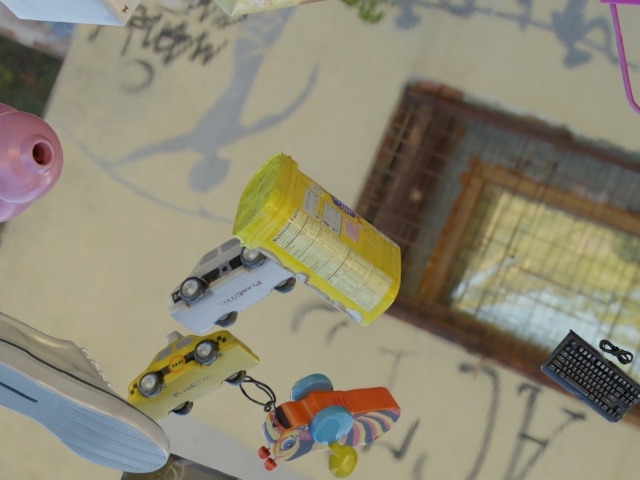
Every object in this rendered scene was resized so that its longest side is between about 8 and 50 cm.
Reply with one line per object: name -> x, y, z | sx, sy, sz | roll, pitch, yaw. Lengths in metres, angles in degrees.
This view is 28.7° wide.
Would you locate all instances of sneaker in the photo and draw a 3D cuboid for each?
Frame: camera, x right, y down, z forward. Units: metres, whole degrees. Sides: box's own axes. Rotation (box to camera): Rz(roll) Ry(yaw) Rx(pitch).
sneaker -> -0.262, 0.157, 1.339 | 0.258, 0.094, 0.091 | 38, -144, -26

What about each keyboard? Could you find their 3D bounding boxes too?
keyboard -> 0.437, 0.206, 1.951 | 0.180, 0.108, 0.023 | 36, -175, -25

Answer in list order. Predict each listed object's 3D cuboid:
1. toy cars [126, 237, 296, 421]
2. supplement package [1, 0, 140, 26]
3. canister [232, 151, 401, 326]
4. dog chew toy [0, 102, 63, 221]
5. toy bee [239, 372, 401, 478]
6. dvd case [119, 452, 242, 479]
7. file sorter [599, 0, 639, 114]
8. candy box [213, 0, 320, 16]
toy cars -> -0.153, 0.108, 1.724 | 0.177, 0.393, 0.087 | -1, -131, -30
supplement package -> -0.406, -0.465, 1.977 | 0.293, 0.175, 0.177 | 13, 156, 42
canister -> 0.000, 0.000, 1.292 | 0.170, 0.073, 0.126 | 37, -155, -16
dog chew toy -> -0.496, -0.113, 1.820 | 0.332, 0.206, 0.207 | -4, 161, 45
toy bee -> -0.029, 0.290, 1.987 | 0.298, 0.162, 0.195 | 21, -152, -18
dvd case -> -0.214, 0.392, 1.640 | 0.165, 0.221, 0.018 | 16, 170, 23
file sorter -> 0.510, -0.287, 1.526 | 0.202, 0.291, 0.182 | 13, 133, 40
candy box -> -0.035, -0.493, 2.109 | 0.316, 0.183, 0.087 | -20, -124, -43
